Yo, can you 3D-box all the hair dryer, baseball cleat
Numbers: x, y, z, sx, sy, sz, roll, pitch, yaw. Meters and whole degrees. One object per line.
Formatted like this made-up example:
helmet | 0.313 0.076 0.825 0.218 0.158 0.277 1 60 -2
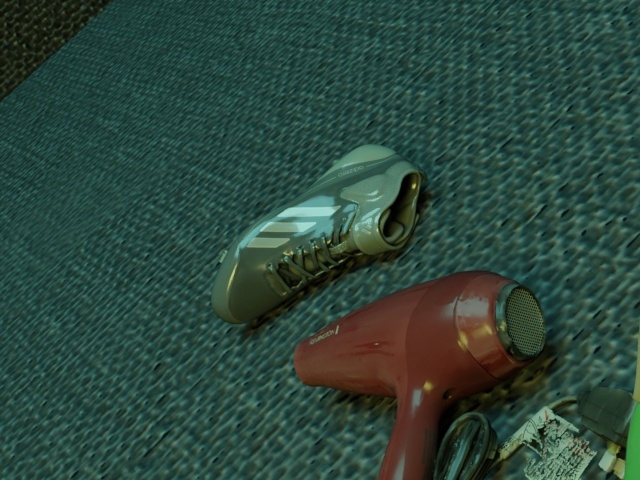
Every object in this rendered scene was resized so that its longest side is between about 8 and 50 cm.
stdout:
hair dryer | 0.057 0.112 0.793 0.223 0.080 0.293 -41 28 -4
baseball cleat | 0.000 0.000 1.033 0.206 0.072 0.109 -46 36 -7

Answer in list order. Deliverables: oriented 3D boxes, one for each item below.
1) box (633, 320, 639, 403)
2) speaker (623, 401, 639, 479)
box | 0.292 0.023 0.474 0.311 0.121 0.148 15 47 25
speaker | 0.189 0.165 0.517 0.131 0.131 0.296 -21 33 29
